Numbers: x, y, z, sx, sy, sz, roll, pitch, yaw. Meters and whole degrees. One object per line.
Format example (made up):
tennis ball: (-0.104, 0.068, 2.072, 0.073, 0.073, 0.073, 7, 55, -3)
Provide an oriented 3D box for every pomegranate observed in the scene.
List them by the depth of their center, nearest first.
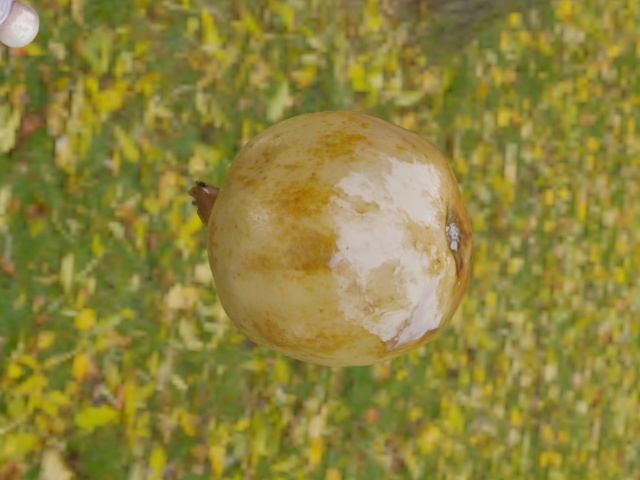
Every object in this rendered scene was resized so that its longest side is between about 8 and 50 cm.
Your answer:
pomegranate: (0.015, 0.002, 1.133, 0.207, 0.207, 0.207, -16, 108, -61)

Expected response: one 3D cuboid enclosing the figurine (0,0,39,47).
figurine: (-0.277, -0.235, 1.174, 0.200, 0.133, 0.276, 44, 80, -26)
